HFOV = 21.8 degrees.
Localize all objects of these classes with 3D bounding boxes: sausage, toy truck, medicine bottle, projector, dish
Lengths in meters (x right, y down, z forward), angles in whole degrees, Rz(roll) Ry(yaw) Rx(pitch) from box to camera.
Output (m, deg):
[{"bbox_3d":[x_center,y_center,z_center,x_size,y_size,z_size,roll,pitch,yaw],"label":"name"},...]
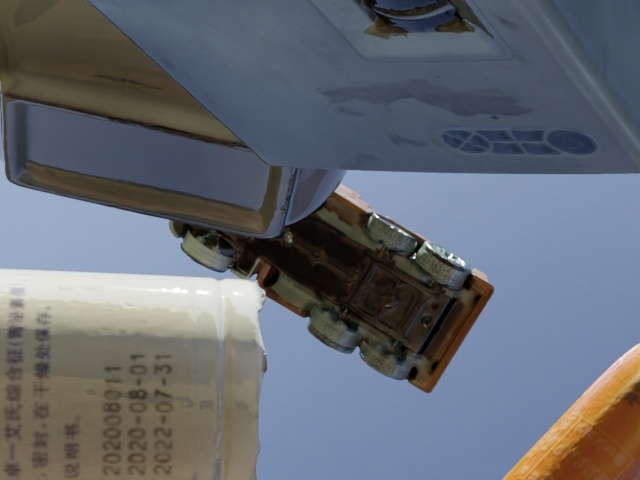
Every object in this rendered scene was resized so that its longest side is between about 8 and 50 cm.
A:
[{"bbox_3d":[0.196,0.177,1.232,0.312,0.093,0.093,-46,-133,-10],"label":"sausage"},{"bbox_3d":[0.000,0.000,1.636,0.338,0.184,0.133,32,-79,5],"label":"toy truck"},{"bbox_3d":[-0.208,0.113,1.083,0.190,0.332,0.189,-178,-90,-83],"label":"medicine bottle"},{"bbox_3d":[0.020,-0.071,0.501,0.147,0.115,0.061,2,-113,33],"label":"projector"},{"bbox_3d":[-0.084,-0.065,0.865,0.151,0.213,0.077,107,-6,-59],"label":"dish"}]
